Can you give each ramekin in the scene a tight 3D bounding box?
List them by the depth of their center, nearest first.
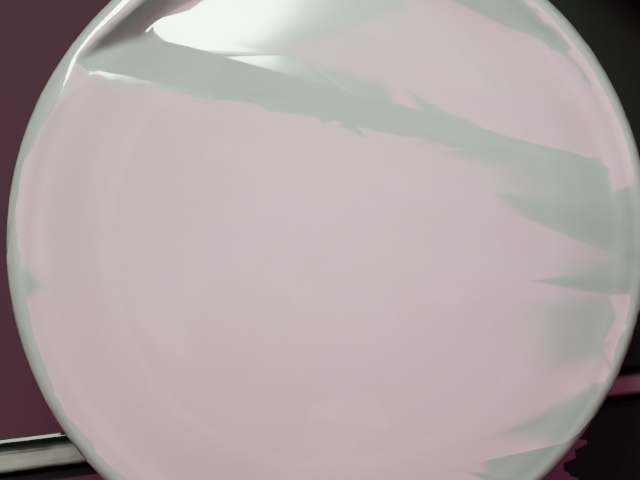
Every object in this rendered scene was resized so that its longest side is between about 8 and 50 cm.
[{"bbox_3d":[0.000,0.000,0.785,0.273,0.127,0.273,0,89,-5],"label":"ramekin"}]
